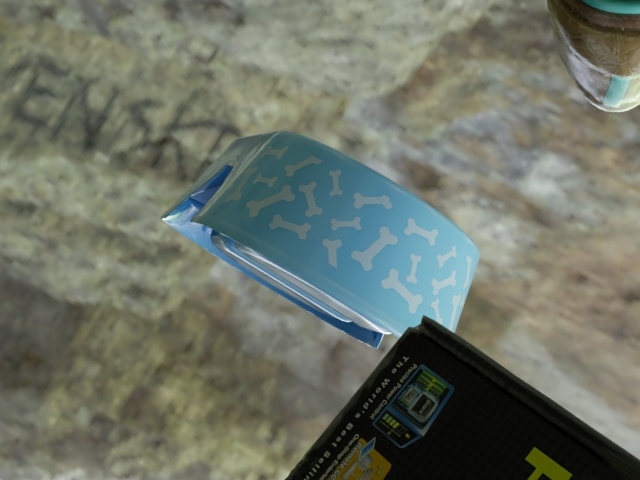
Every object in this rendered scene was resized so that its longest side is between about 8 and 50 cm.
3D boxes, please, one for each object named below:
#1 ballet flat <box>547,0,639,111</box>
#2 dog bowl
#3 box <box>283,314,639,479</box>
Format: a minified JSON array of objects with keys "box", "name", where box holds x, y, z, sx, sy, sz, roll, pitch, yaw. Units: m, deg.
[{"box":[0.201,-0.217,1.002,0.116,0.342,0.124,6,-37,7],"name":"ballet flat"},{"box":[0.000,0.000,0.953,0.166,0.074,0.297,32,-6,-12],"name":"dog bowl"},{"box":[0.010,0.170,0.398,0.060,0.270,0.216,41,-3,-30],"name":"box"}]
